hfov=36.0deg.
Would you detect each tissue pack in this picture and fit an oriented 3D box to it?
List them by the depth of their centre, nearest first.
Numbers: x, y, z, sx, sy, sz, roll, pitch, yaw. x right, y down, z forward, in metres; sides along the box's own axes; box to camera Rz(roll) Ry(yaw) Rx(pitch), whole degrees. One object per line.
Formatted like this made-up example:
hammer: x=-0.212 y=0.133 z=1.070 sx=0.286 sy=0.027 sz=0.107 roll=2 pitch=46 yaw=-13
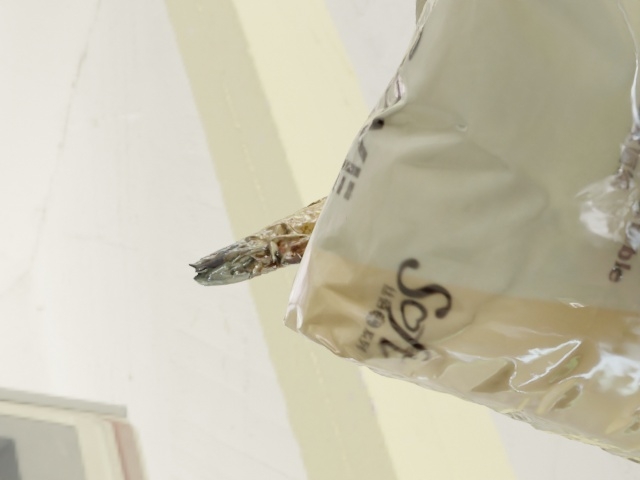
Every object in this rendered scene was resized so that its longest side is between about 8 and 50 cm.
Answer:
tissue pack: x=0.187 y=-0.051 z=0.649 sx=0.195 sy=0.389 sz=0.376 roll=-132 pitch=-120 yaw=-69

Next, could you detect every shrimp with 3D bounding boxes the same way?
shrimp: x=0.000 y=0.000 z=1.194 sx=0.164 sy=0.316 sz=0.062 roll=34 pitch=-39 yaw=61
